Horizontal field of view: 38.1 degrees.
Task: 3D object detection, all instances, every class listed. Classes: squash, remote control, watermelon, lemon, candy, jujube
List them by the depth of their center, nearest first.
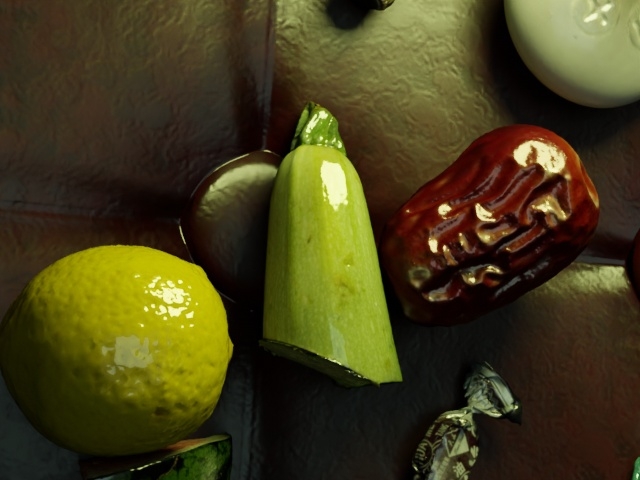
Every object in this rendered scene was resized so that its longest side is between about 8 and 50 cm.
[{"bbox_3d":[-0.172,0.092,0.775,0.203,0.178,0.179,1,85,-16],"label":"lemon"},{"bbox_3d":[-0.151,0.253,0.806,0.193,0.137,0.146,2,81,-60],"label":"watermelon"},{"bbox_3d":[-0.009,0.001,0.868,0.137,0.137,0.288,-6,83,-18],"label":"squash"},{"bbox_3d":[0.160,-0.013,0.909,0.230,0.155,0.155,-31,95,-8],"label":"jujube"},{"bbox_3d":[0.122,0.227,0.925,0.094,0.051,0.226,40,77,-21],"label":"candy"},{"bbox_3d":[0.341,-0.282,1.009,0.332,0.103,0.221,-35,98,-19],"label":"remote control"}]

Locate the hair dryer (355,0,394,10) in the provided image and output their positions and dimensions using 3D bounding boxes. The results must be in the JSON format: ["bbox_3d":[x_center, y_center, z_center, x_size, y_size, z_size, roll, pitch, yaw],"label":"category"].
[{"bbox_3d":[0.134,-0.371,0.954,0.203,0.128,0.362,40,83,-11],"label":"hair dryer"}]

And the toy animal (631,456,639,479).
[{"bbox_3d":[0.368,0.290,0.985,0.103,0.100,0.208,27,78,27],"label":"toy animal"}]
